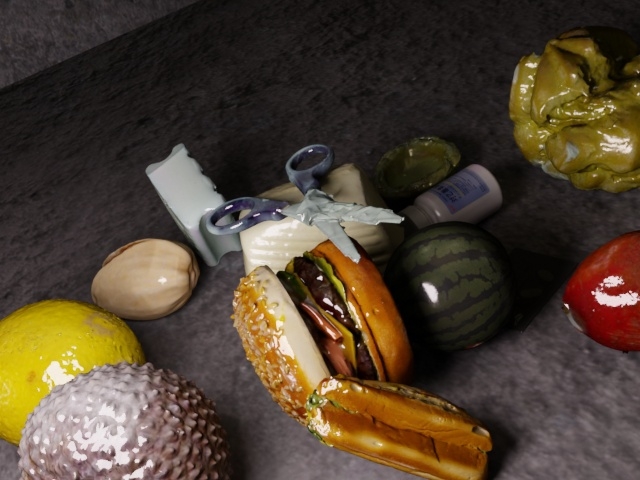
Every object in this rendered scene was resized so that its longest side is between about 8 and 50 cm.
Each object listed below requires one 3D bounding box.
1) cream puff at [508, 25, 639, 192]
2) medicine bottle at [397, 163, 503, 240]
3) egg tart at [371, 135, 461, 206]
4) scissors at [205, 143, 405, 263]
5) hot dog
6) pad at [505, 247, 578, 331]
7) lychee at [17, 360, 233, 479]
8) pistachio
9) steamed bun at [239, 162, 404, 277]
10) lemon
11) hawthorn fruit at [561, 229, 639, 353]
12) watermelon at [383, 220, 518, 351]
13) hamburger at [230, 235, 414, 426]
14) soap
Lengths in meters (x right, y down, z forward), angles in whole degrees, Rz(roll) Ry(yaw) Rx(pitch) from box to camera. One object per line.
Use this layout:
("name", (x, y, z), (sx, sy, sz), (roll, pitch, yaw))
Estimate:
("cream puff", (0.527, -0.269, 1.743), (0.378, 0.275, 0.378), (-10, 33, 7))
("medicine bottle", (0.240, -0.058, 1.727), (0.186, 0.103, 0.103), (-30, 35, -18))
("egg tart", (0.193, -0.133, 1.881), (0.197, 0.078, 0.197), (-15, 33, 10))
("scissors", (-0.013, -0.047, 1.437), (0.256, 0.029, 0.383), (-35, 31, -16))
("hot dog", (0.109, 0.252, 1.258), (0.269, 0.115, 0.072), (22, -4, -6))
("pad", (0.336, 0.079, 1.574), (0.127, 0.004, 0.190), (16, 46, 40))
("lychee", (-0.264, 0.296, 1.288), (0.300, 0.300, 0.300), (-13, 34, 9))
("pistachio", (-0.336, 0.074, 1.771), (0.229, 0.157, 0.157), (-15, 31, 27))
("steamed bun", (0.000, 0.000, 1.665), (0.290, 0.273, 0.272), (-14, 18, 0))
("lemon", (-0.415, 0.222, 1.508), (0.310, 0.258, 0.258), (6, 40, 28))
("hawthorn fruit", (0.454, 0.083, 1.375), (0.202, 0.185, 0.185), (-20, 29, 30))
("watermelon", (0.202, 0.074, 1.462), (0.212, 0.212, 0.212), (-13, 34, 9))
("hamburger", (-0.004, 0.141, 1.402), (0.225, 0.291, 0.291), (-26, 34, -10))
("soap", (-0.243, -0.056, 1.836), (0.095, 0.289, 0.173), (-35, 72, -8))
